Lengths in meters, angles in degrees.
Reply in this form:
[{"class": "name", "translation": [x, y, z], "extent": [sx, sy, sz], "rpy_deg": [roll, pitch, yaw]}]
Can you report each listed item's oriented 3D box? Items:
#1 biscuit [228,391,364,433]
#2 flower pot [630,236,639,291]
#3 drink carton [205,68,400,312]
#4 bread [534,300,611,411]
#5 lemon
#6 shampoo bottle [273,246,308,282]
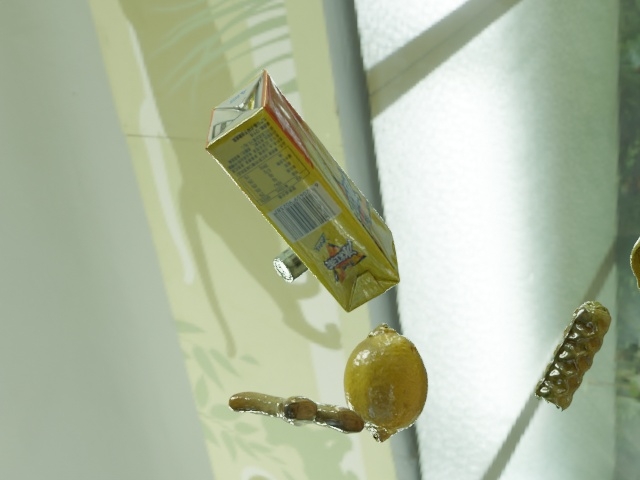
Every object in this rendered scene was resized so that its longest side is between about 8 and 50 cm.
[{"class": "biscuit", "translation": [-0.041, 0.293, 1.623], "extent": [0.164, 0.208, 0.047], "rpy_deg": [22, -106, -31]}, {"class": "flower pot", "translation": [0.533, -0.004, 1.256], "extent": [0.179, 0.195, 0.195], "rpy_deg": [-53, -41, -33]}, {"class": "drink carton", "translation": [-0.019, -0.070, 1.426], "extent": [0.351, 0.111, 0.154], "rpy_deg": [49, -162, -26]}, {"class": "bread", "translation": [0.593, 0.266, 2.213], "extent": [0.269, 0.087, 0.098], "rpy_deg": [-63, -7, -1]}, {"class": "lemon", "translation": [0.142, 0.308, 2.054], "extent": [0.188, 0.188, 0.256], "rpy_deg": [16, -104, -60]}, {"class": "shampoo bottle", "translation": [0.000, 0.000, 1.864], "extent": [0.204, 0.065, 0.065], "rpy_deg": [-37, -49, -23]}]
